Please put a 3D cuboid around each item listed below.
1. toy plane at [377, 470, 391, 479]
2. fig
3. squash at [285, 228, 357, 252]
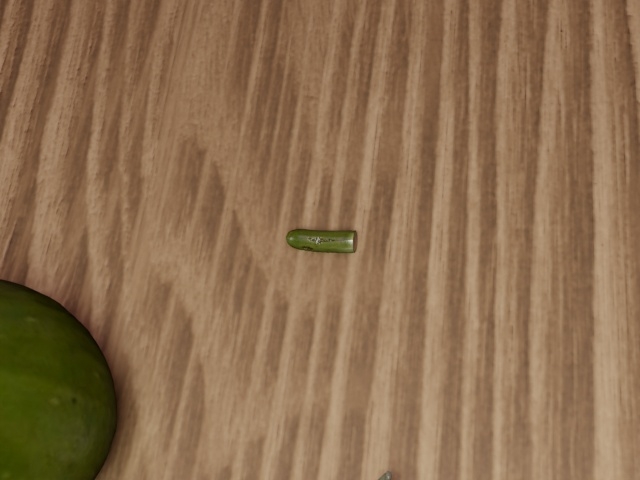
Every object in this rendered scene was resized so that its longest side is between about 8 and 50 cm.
[{"bbox_3d":[0.040,0.360,0.851,0.108,0.092,0.286,3,61,-11],"label":"toy plane"},{"bbox_3d":[-0.373,0.164,0.912,0.316,0.316,0.316,-5,61,9],"label":"fig"},{"bbox_3d":[0.000,0.000,1.088,0.083,0.027,0.027,1,62,15],"label":"squash"}]
